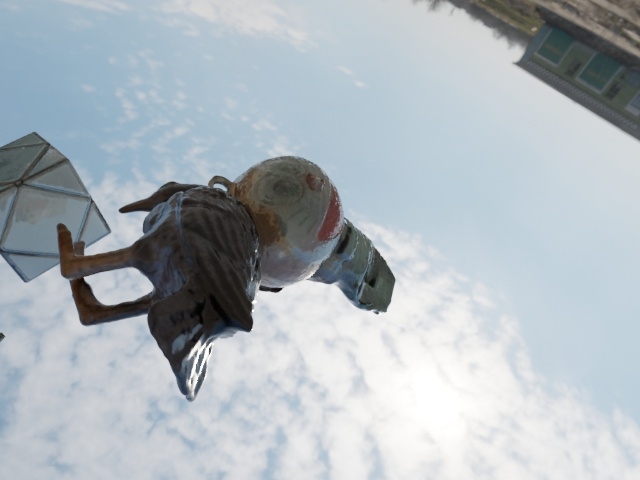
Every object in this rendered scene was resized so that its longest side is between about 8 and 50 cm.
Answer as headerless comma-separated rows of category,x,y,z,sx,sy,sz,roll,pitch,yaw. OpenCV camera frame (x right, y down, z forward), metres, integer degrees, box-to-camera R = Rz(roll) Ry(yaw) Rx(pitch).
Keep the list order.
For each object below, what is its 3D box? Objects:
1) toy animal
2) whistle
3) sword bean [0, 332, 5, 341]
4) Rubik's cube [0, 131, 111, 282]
toy animal,-0.140,0.019,0.442,0.185,0.122,0.298,-16,-151,-27
whistle,0.000,0.000,0.654,0.347,0.189,0.189,31,-152,-28
sword bean,-0.496,0.162,0.695,0.012,0.083,0.012,42,-155,-25
Rubik's cube,-0.615,-0.074,0.985,0.205,0.207,0.205,31,-125,35
